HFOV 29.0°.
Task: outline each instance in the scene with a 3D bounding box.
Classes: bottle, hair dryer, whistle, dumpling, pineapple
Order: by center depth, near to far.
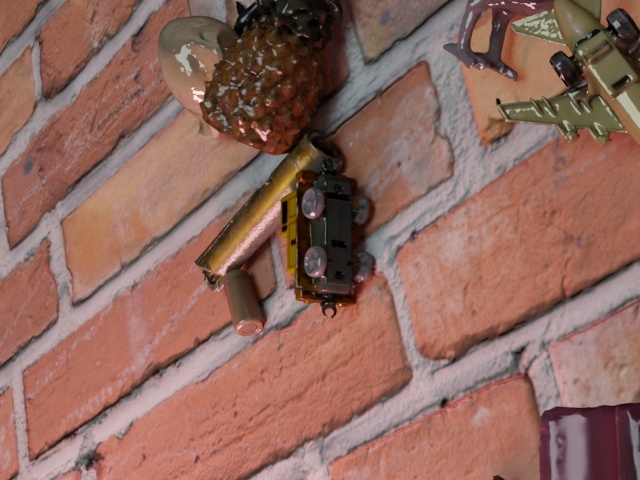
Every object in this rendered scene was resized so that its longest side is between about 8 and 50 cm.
[{"bbox_3d":[-0.040,-0.295,1.727,0.169,0.169,0.340,33,100,49],"label":"pineapple"},{"bbox_3d":[-0.083,-0.037,1.783,0.326,0.057,0.068,-46,59,35],"label":"whistle"},{"bbox_3d":[-0.113,0.090,1.801,0.045,0.045,0.096,-46,47,34],"label":"bottle"},{"bbox_3d":[-0.187,-0.256,1.920,0.252,0.131,0.179,42,144,55],"label":"dumpling"},{"bbox_3d":[-0.113,-0.365,1.926,0.079,0.031,0.083,-49,39,17],"label":"hair dryer"}]

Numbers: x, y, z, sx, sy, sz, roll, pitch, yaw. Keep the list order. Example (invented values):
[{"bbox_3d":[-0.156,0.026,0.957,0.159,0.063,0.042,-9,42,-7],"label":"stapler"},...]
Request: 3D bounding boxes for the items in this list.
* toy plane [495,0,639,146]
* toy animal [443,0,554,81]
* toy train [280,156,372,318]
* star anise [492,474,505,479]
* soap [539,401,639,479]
[{"bbox_3d":[0.311,-0.170,1.297,0.242,0.104,0.256,-35,56,12],"label":"toy plane"},{"bbox_3d":[0.210,-0.296,1.458,0.367,0.081,0.206,15,99,41],"label":"toy animal"},{"bbox_3d":[0.000,0.000,1.656,0.127,0.089,0.219,-23,64,57],"label":"toy train"},{"bbox_3d":[0.197,0.328,1.371,0.141,0.042,0.141,-20,65,50],"label":"star anise"},{"bbox_3d":[0.314,0.327,1.081,0.128,0.233,0.360,-14,71,50],"label":"soap"}]
